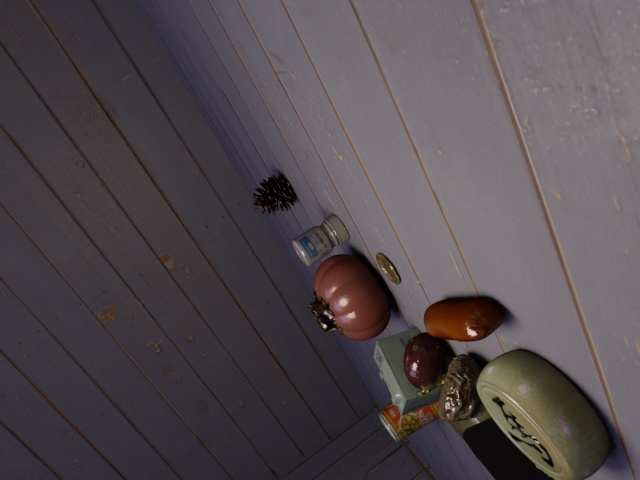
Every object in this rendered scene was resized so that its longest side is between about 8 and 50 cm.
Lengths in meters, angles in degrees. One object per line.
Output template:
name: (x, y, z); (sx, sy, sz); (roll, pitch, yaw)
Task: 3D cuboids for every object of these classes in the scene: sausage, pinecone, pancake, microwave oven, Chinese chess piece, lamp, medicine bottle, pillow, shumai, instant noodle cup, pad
sausage: (0.286, 0.165, 1.046); (0.083, 0.089, 0.300); (62, 170, 6)
pinecone: (-0.196, -0.175, 2.013); (0.163, 0.165, 0.163); (58, 170, 17)
pancake: (0.194, 0.083, 1.431); (0.115, 0.011, 0.115); (53, 171, 12)
microwave oven: (0.266, 0.397, 1.516); (0.122, 0.162, 0.208); (90, 161, -49)
Chinese chess piece: (0.410, 0.328, 0.939); (0.250, 0.101, 0.250); (53, 169, 14)
lamp: (0.302, 0.335, 1.383); (0.156, 0.135, 0.157); (-56, -39, -57)
medicine bottle: (0.000, 0.000, 1.632); (0.105, 0.168, 0.105); (53, 169, 16)
pillow: (0.434, 0.524, 1.504); (0.185, 0.075, 0.302); (52, 166, 33)
lamp: (0.086, 0.198, 1.642); (0.305, 0.240, 0.305); (55, 171, 14)
shumai: (0.378, 0.371, 1.186); (0.176, 0.166, 0.206); (16, -173, 15)
instant noodle cup: (0.349, 0.682, 1.990); (0.193, 0.212, 0.193); (54, 170, 15)
pad: (0.398, 0.520, 1.157); (0.250, 0.055, 0.323); (52, 134, -4)
